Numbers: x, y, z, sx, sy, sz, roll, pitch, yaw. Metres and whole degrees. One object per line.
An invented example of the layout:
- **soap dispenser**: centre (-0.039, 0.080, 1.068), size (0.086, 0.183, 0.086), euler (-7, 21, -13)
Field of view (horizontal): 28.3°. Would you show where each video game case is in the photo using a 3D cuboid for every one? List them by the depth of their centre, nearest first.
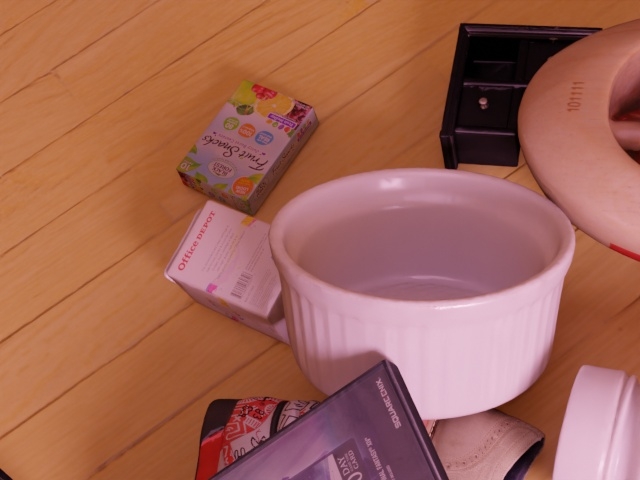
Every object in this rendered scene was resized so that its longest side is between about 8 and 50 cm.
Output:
- **video game case**: centre (-0.016, 0.249, 1.041), size (0.274, 0.026, 0.196), euler (-35, 52, 15)

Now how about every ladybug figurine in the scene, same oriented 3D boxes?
- **ladybug figurine**: centre (0.416, -0.075, 1.225), size (0.449, 0.162, 0.305), euler (9, 57, 15)

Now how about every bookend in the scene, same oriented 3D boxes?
- **bookend**: centre (0.219, -0.151, 1.376), size (0.156, 0.072, 0.157), euler (5, 61, 15)

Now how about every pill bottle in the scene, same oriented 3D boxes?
- **pill bottle**: centre (0.348, 0.201, 1.076), size (0.283, 0.160, 0.160), euler (12, 62, 19)

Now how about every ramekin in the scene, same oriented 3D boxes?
- **ramekin**: centre (0.093, 0.047, 1.184), size (0.277, 0.135, 0.277), euler (-2, 27, 1)

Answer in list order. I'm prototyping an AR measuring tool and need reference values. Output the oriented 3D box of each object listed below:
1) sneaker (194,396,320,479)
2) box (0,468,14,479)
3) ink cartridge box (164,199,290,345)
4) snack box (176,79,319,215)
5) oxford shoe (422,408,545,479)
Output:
- **sneaker**: centre (-0.044, 0.266, 1.164), size (0.145, 0.090, 0.270), euler (-3, 55, 13)
- **box**: centre (-0.231, 0.393, 1.005), size (0.212, 0.293, 0.395), euler (-38, 58, -12)
- **ink cartridge box**: centre (-0.080, 0.030, 1.312), size (0.143, 0.090, 0.092), euler (23, 75, 24)
- **snack box**: centre (-0.081, -0.107, 1.435), size (0.100, 0.037, 0.141), euler (24, 67, 26)
- **oxford shoe**: centre (0.098, 0.310, 1.079), size (0.147, 0.140, 0.397), euler (10, 61, 14)
